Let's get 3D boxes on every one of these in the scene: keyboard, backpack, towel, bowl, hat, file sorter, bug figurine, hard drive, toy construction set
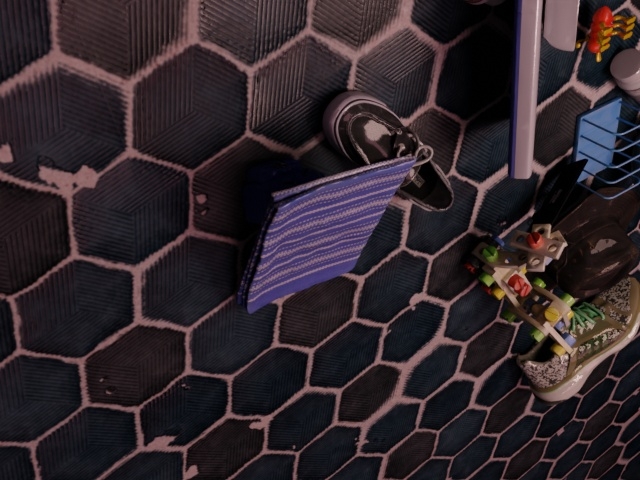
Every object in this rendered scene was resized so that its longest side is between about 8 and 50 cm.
[{"bbox_3d":[0.501,-0.082,1.417,0.038,0.100,0.192,37,78,-11],"label":"keyboard"},{"bbox_3d":[-0.049,-0.076,1.041,0.120,0.098,0.101,-13,107,-26],"label":"backpack"},{"bbox_3d":[0.000,0.000,1.070,0.243,0.040,0.336,-19,157,-25],"label":"towel"},{"bbox_3d":[0.401,-0.400,1.126,0.053,0.142,0.141,1,131,15],"label":"bowl"},{"bbox_3d":[0.623,0.040,1.537,0.332,0.134,0.331,-18,139,-16],"label":"hat"},{"bbox_3d":[0.616,-0.192,1.423,0.118,0.104,0.170,-26,131,-19],"label":"file sorter"},{"bbox_3d":[0.590,-0.458,1.239,0.279,0.072,0.216,-27,138,-24],"label":"bug figurine"},{"bbox_3d":[0.341,-0.293,1.115,0.210,0.040,0.318,-67,155,-46],"label":"hard drive"},{"bbox_3d":[0.427,0.092,1.409,0.151,0.215,0.327,-36,134,-10],"label":"toy construction set"}]

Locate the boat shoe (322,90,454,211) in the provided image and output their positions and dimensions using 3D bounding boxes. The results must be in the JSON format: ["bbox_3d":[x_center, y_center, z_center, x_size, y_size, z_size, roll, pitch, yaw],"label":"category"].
[{"bbox_3d":[0.124,-0.133,1.117,0.113,0.105,0.306,-47,135,2],"label":"boat shoe"}]

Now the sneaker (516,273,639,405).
[{"bbox_3d":[0.665,0.230,1.739,0.182,0.158,0.410,42,87,-27],"label":"sneaker"}]

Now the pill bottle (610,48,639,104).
[{"bbox_3d":[0.648,-0.331,1.367,0.137,0.078,0.078,19,107,-42],"label":"pill bottle"}]

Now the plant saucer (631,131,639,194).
[{"bbox_3d":[0.719,-0.173,1.491,0.038,0.194,0.194,0,130,12],"label":"plant saucer"}]

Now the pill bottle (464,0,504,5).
[{"bbox_3d":[0.220,-0.406,1.009,0.152,0.086,0.086,7,115,-38],"label":"pill bottle"}]
